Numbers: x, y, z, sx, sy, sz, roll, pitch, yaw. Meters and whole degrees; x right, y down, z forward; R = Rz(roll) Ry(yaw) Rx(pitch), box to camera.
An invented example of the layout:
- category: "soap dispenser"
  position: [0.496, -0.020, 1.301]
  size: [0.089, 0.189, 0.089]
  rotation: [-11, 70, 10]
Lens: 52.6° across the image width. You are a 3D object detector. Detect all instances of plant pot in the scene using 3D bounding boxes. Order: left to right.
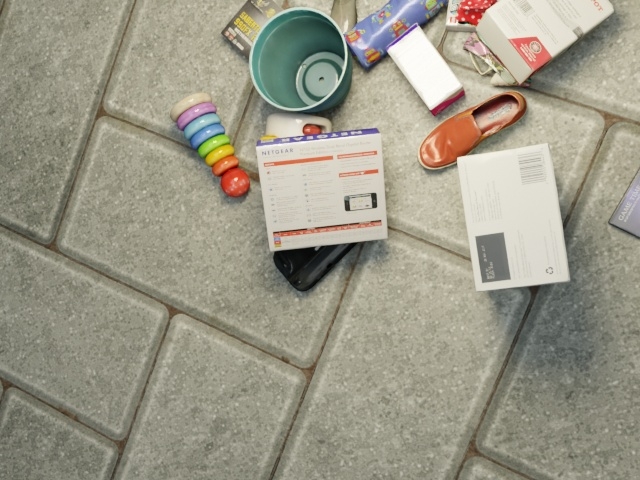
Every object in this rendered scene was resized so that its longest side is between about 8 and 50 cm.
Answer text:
- category: "plant pot"
  position: [-0.027, -0.480, 1.821]
  size: [0.272, 0.255, 0.271]
  rotation: [0, 91, 16]

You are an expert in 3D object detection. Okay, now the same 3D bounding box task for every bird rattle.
- category: "bird rattle"
  position: [0.413, -0.717, 1.731]
  size: [0.207, 0.143, 0.253]
  rotation: [34, 113, 25]

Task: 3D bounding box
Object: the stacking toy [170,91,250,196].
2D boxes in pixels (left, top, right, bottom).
- category: "stacking toy"
  position: [-0.324, -0.280, 1.977]
  size: [0.141, 0.141, 0.330]
  rotation: [-31, 86, 14]

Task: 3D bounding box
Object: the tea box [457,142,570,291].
- category: "tea box"
  position: [0.488, -0.052, 1.642]
  size: [0.220, 0.323, 0.329]
  rotation: [-8, 89, 17]

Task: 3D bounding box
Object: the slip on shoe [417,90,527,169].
- category: "slip on shoe"
  position: [0.410, -0.307, 1.779]
  size: [0.331, 0.101, 0.123]
  rotation: [-29, 84, 16]

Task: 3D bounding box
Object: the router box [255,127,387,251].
- category: "router box"
  position: [0.008, -0.138, 1.771]
  size: [0.335, 0.082, 0.301]
  rotation: [-6, 111, -1]

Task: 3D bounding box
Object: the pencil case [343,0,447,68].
- category: "pencil case"
  position: [0.205, -0.621, 1.826]
  size: [0.306, 0.119, 0.133]
  rotation: [-36, 43, 14]

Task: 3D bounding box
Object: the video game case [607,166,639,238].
- category: "video game case"
  position: [0.923, -0.068, 1.673]
  size: [0.274, 0.026, 0.196]
  rotation: [29, 98, 15]

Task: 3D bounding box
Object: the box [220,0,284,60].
- category: "box"
  position: [-0.161, -0.619, 1.961]
  size: [0.231, 0.056, 0.183]
  rotation: [46, 102, 11]

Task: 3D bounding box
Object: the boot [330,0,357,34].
- category: "boot"
  position: [0.055, -0.703, 1.844]
  size: [0.083, 0.161, 0.246]
  rotation: [9, 93, 16]

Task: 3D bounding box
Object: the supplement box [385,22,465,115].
- category: "supplement box"
  position: [0.295, -0.472, 1.804]
  size: [0.114, 0.111, 0.220]
  rotation: [-37, 81, 13]

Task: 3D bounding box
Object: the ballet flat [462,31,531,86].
- category: "ballet flat"
  position: [0.478, -0.479, 1.779]
  size: [0.221, 0.077, 0.079]
  rotation: [49, 121, 15]

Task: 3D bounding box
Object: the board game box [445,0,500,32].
- category: "board game box"
  position: [0.464, -0.731, 1.783]
  size: [0.193, 0.053, 0.305]
  rotation: [8, 93, 15]

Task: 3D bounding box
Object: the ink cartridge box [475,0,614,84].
- category: "ink cartridge box"
  position: [0.578, -0.571, 1.675]
  size: [0.273, 0.114, 0.197]
  rotation: [-36, 86, -5]

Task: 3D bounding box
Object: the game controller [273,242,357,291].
- category: "game controller"
  position: [0.000, 0.000, 1.927]
  size: [0.319, 0.067, 0.166]
  rotation: [-45, 65, 11]

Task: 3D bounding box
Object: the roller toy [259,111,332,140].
- category: "roller toy"
  position: [-0.066, -0.285, 1.863]
  size: [0.191, 0.209, 0.146]
  rotation: [6, 94, 10]
